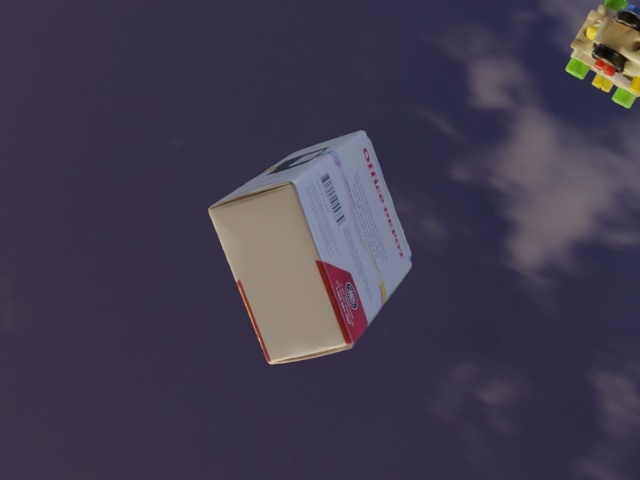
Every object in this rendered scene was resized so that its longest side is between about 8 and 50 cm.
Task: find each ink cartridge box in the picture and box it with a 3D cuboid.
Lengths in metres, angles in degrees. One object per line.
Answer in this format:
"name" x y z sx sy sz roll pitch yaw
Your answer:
"ink cartridge box" 0.000 0.000 0.798 0.072 0.175 0.127 -16 -79 23

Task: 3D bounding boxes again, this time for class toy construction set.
"toy construction set" 0.472 -0.231 1.370 0.327 0.215 0.151 18 -91 41
